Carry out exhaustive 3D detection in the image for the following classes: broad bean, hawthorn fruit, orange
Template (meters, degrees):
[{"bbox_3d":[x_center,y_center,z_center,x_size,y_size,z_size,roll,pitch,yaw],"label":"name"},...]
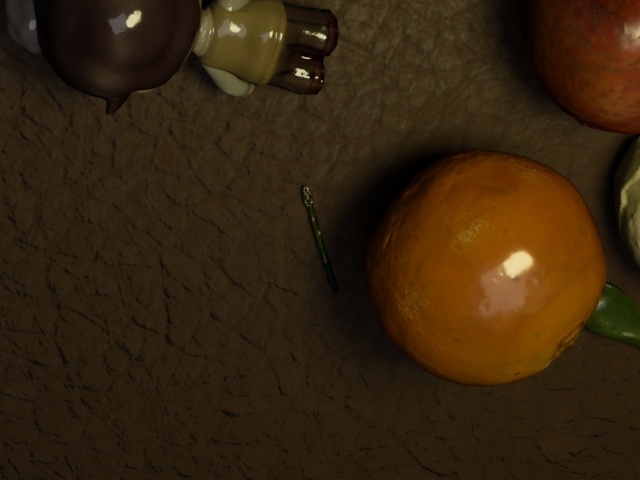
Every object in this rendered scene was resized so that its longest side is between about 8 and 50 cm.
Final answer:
[{"bbox_3d":[0.412,0.120,1.944,0.098,0.056,0.318,-41,114,7],"label":"broad bean"},{"bbox_3d":[0.374,-0.244,1.701,0.276,0.276,0.307,0,140,-9],"label":"hawthorn fruit"},{"bbox_3d":[0.209,0.034,1.745,0.312,0.312,0.312,-3,112,-8],"label":"orange"}]

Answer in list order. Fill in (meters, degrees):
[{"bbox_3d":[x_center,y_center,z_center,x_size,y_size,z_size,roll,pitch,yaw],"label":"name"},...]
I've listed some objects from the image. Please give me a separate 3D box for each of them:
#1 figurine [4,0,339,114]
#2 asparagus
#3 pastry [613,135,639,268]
[{"bbox_3d":[-0.169,-0.274,1.653,0.365,0.206,0.218,-2,138,-35],"label":"figurine"},{"bbox_3d":[0.000,0.000,1.850,0.013,0.016,0.166,-12,115,11],"label":"asparagus"},{"bbox_3d":[0.519,-0.051,1.851,0.265,0.133,0.264,-4,112,-9],"label":"pastry"}]
